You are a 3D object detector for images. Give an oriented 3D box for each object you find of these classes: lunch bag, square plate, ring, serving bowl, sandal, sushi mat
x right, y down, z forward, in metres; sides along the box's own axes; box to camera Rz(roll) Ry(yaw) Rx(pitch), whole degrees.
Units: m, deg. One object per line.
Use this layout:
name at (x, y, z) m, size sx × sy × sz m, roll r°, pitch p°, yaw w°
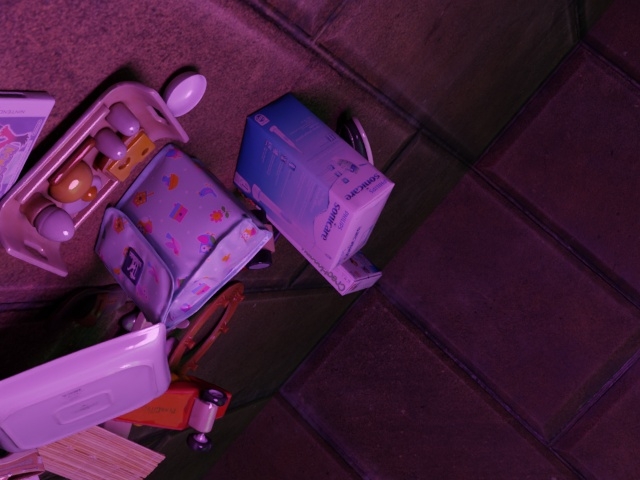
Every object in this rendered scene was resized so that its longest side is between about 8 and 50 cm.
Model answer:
lunch bag at (-0.260, 0.001, 1.425) m, size 0.262 × 0.223 × 0.160 m, roll -46°, pitch 159°, yaw 3°
square plate at (-0.430, 0.280, 1.434) m, size 0.347 × 0.049 × 0.344 m, roll -20°, pitch 159°, yaw -18°
ring at (-0.306, 0.256, 2.180) m, size 0.336 × 0.032 × 0.336 m, roll -53°, pitch 171°, yaw -13°
serving bowl at (-0.223, -0.239, 1.293) m, size 0.083 × 0.027 × 0.083 m, roll -43°, pitch 163°, yaw -16°
sandal at (-0.445, 0.138, 1.575) m, size 0.090 × 0.060 × 0.219 m, roll -52°, pitch 164°, yaw 17°
sushi mat at (-0.481, 0.450, 1.687) m, size 0.151 × 0.019 × 0.316 m, roll -42°, pitch 134°, yaw 6°

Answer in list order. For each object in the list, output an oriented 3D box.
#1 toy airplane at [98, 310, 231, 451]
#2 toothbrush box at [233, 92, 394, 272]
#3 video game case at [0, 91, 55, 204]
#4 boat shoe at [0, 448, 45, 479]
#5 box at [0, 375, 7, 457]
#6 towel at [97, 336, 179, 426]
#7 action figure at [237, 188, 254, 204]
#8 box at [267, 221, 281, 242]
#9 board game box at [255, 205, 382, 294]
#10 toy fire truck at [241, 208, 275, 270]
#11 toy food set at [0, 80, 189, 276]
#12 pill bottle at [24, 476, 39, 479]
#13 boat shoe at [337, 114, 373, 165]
toy airplane at (-0.433, 0.344, 1.835) m, size 0.386 × 0.272 × 0.384 m, roll -33°, pitch 122°, yaw -17°
toothbrush box at (-0.022, -0.115, 1.630) m, size 0.126 × 0.295 × 0.216 m, roll -36°, pitch 160°, yaw -33°
video game case at (-0.452, -0.105, 1.033) m, size 0.201 × 0.023 × 0.183 m, roll -54°, pitch 163°, yaw 24°
boat shoe at (-0.609, 0.449, 1.510) m, size 0.190 × 0.072 × 0.068 m, roll -20°, pitch 156°, yaw -39°
box at (-0.687, 0.360, 1.422) m, size 0.318 × 0.097 × 0.395 m, roll -40°, pitch 164°, yaw -18°
towel at (-0.517, 0.420, 2.098) m, size 0.332 × 0.053 × 0.317 m, roll -36°, pitch 161°, yaw -36°
action figure at (-0.158, -0.108, 1.790) m, size 0.038 × 0.030 × 0.115 m, roll -42°, pitch 162°, yaw 0°
box at (-0.162, 0.005, 2.053) m, size 0.116 × 0.029 × 0.162 m, roll -53°, pitch 164°, yaw 19°
board game box at (0.000, 0.000, 1.949) m, size 0.053 × 0.305 × 0.193 m, roll -50°, pitch 164°, yaw 18°
toy fire truck at (-0.235, 0.044, 1.706) m, size 0.217 × 0.158 × 0.246 m, roll -1°, pitch 165°, yaw -29°
toy food set at (-0.333, -0.084, 1.227) m, size 0.306 × 0.092 × 0.220 m, roll -48°, pitch 169°, yaw -6°
pill bottle at (-0.683, 0.519, 1.645) m, size 0.208 × 0.117 × 0.117 m, roll -14°, pitch -177°, yaw 31°
boat shoe at (0.055, -0.185, 1.999) m, size 0.113 × 0.127 × 0.340 m, roll -20°, pitch 162°, yaw -8°
